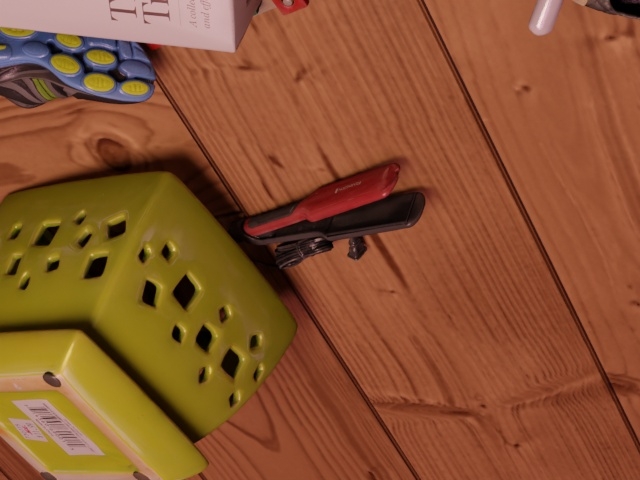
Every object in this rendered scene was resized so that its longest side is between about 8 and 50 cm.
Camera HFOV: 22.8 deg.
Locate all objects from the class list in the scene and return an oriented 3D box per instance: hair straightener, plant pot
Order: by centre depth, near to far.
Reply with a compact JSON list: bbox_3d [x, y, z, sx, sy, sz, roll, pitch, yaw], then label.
[{"bbox_3d":[0.000,0.000,1.421,0.230,0.047,0.089,-21,128,34],"label":"hair straightener"},{"bbox_3d":[-0.194,0.092,1.434,0.227,0.207,0.228,-6,135,39],"label":"plant pot"}]

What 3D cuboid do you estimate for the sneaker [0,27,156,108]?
[{"bbox_3d":[-0.224,-0.147,1.320,0.188,0.067,0.078,8,162,10],"label":"sneaker"}]

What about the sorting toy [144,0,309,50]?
[{"bbox_3d":[-0.080,-0.214,1.207,0.274,0.046,0.132,-16,130,31],"label":"sorting toy"}]

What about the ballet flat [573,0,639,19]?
[{"bbox_3d":[0.258,-0.175,1.146,0.173,0.049,0.057,11,138,5],"label":"ballet flat"}]

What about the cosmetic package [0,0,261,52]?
[{"bbox_3d":[-0.189,-0.318,1.051,0.284,0.097,0.377,8,130,12],"label":"cosmetic package"}]

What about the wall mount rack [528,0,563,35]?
[{"bbox_3d":[0.101,-0.281,1.010,0.350,0.130,0.304,16,156,-6],"label":"wall mount rack"}]
